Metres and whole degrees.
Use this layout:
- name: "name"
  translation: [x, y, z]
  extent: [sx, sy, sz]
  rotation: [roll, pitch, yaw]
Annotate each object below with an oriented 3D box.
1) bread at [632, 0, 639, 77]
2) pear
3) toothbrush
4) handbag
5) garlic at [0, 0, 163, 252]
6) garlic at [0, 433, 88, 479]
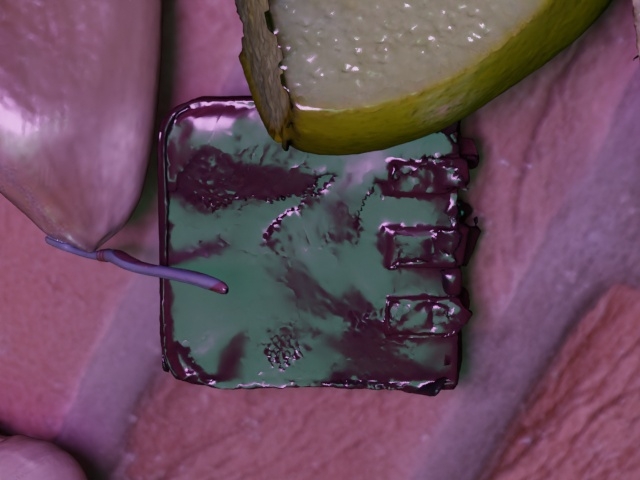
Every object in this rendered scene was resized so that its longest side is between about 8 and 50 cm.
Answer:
- name: "bread"
  translation: [0.257, -0.173, 0.898]
  extent: [0.207, 0.056, 0.286]
  rotation: [-38, 129, -28]
- name: "pear"
  translation: [0.063, -0.197, 0.914]
  extent: [0.293, 0.159, 0.292]
  rotation: [-1, 79, 3]
- name: "toothbrush"
  translation: [-0.125, 0.013, 1.011]
  extent: [0.193, 0.013, 0.019]
  rotation: [16, 102, 44]
- name: "handbag"
  translation: [0.000, -0.001, 1.024]
  extent: [0.216, 0.074, 0.203]
  rotation: [-1, 105, 4]
- name: "garlic"
  translation: [-0.172, -0.156, 0.979]
  extent: [0.143, 0.112, 0.318]
  rotation: [3, 99, -6]
- name: "garlic"
  translation: [-0.293, 0.222, 1.053]
  extent: [0.281, 0.203, 0.184]
  rotation: [-26, 82, 16]
